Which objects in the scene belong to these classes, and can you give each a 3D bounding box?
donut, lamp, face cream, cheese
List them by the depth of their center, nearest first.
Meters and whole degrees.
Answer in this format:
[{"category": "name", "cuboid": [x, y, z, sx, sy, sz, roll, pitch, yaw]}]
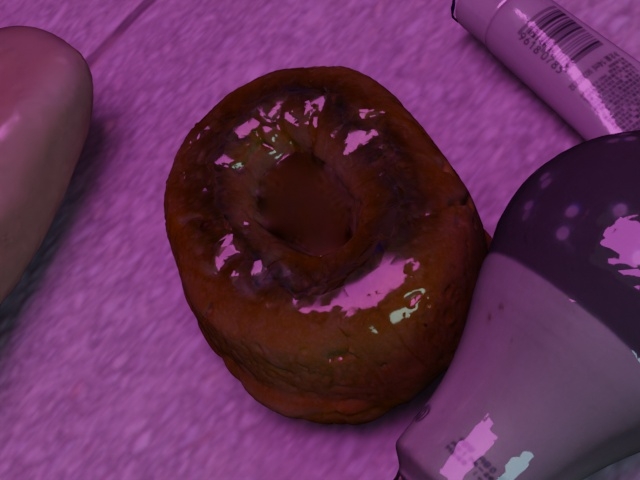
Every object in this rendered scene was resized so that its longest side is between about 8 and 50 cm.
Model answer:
[{"category": "lamp", "cuboid": [0.138, 0.063, 0.707, 0.314, 0.182, 0.182, -37, 54, -20]}, {"category": "donut", "cuboid": [0.000, 0.000, 0.845, 0.208, 0.128, 0.261, -36, 53, -6]}, {"category": "face cream", "cuboid": [0.196, -0.120, 0.904, 0.092, 0.058, 0.244, -36, 60, -13]}, {"category": "cheese", "cuboid": [-0.291, -0.008, 0.944, 0.328, 0.130, 0.351, -34, 54, -4]}]
